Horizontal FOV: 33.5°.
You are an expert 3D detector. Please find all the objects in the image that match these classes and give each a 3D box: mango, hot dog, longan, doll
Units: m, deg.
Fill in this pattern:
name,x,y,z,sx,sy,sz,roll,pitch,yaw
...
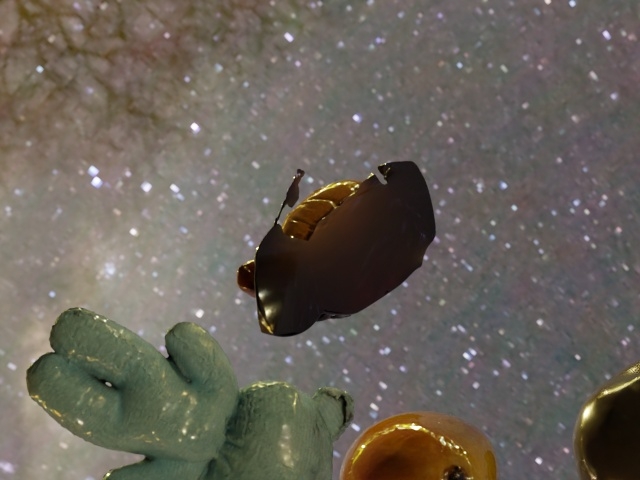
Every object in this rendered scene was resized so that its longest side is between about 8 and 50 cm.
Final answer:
name,x,y,z,sx,sy,sz,roll,pitch,yaw
mango,0.089,0.209,0.945,0.138,0.253,0.113,-13,-101,6
hot dog,0.003,0.005,1.375,0.107,0.326,0.194,-16,-91,49
longan,0.380,0.221,1.162,0.212,0.198,0.198,-28,-157,-29
doll,-0.074,0.102,0.591,0.120,0.179,0.075,-60,-173,-3
